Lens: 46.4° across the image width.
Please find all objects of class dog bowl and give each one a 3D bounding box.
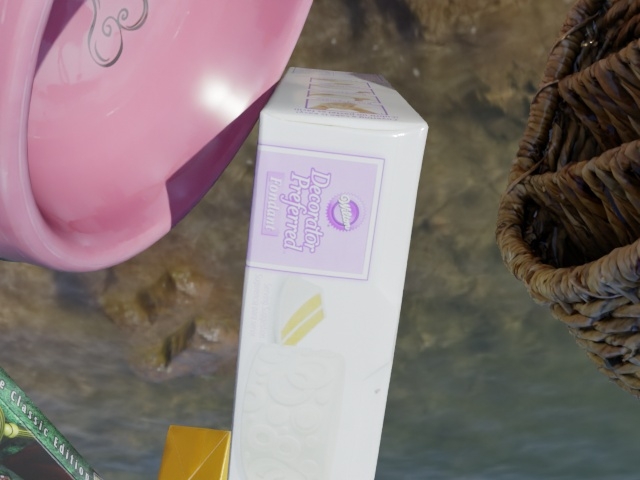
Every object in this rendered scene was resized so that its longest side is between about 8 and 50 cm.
[{"bbox_3d":[-0.129,-0.158,0.462,0.150,0.408,0.408,28,135,9],"label":"dog bowl"}]

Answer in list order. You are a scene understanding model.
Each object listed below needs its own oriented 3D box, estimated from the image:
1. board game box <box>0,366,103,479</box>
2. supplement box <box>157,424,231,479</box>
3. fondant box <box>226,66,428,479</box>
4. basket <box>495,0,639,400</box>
[{"bbox_3d":[-0.235,0.114,0.419,0.136,0.030,0.260,-29,115,1],"label":"board game box"},{"bbox_3d":[-0.096,0.346,0.932,0.194,0.191,0.129,25,157,-39],"label":"supplement box"},{"bbox_3d":[0.000,0.000,0.575,0.096,0.330,0.238,6,107,-3],"label":"fondant box"},{"bbox_3d":[0.194,-0.052,0.419,0.213,0.299,0.223,-38,92,-3],"label":"basket"}]
